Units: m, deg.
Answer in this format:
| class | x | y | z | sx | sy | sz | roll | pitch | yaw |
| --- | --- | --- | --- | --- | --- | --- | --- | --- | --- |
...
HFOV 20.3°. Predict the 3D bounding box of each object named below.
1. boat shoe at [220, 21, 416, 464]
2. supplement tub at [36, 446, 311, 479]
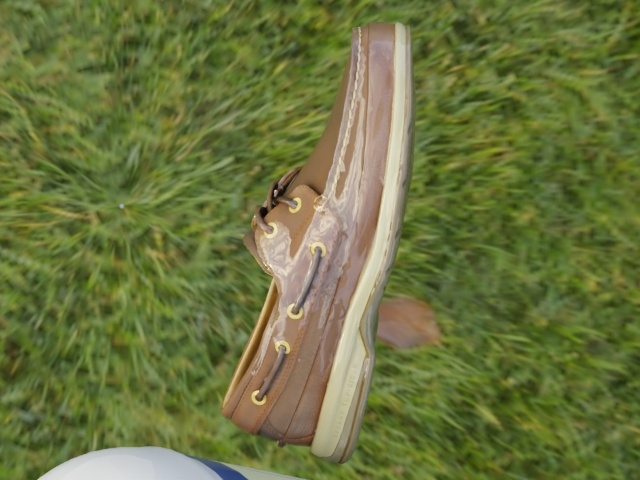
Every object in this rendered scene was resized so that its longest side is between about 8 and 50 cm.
| class | x | y | z | sx | sy | sz | roll | pitch | yaw |
| --- | --- | --- | --- | --- | --- | --- | --- | --- | --- |
| boat shoe | 0.000 | 0.000 | 0.698 | 0.060 | 0.064 | 0.178 | 11 | 105 | 0 |
| supplement tub | 0.024 | 0.223 | 0.726 | 0.325 | 0.235 | 0.235 | 16 | 89 | -32 |
